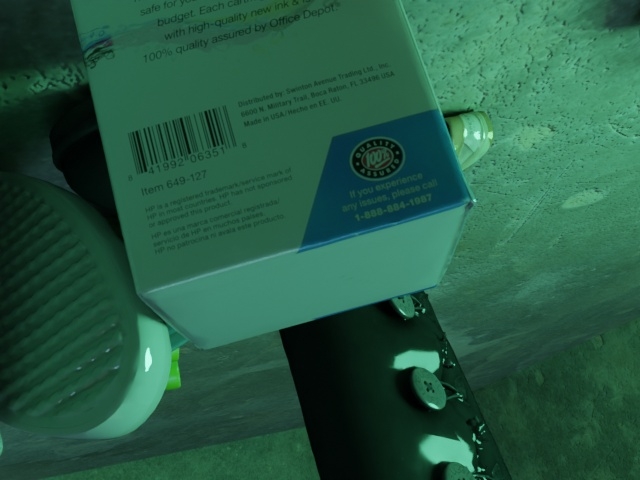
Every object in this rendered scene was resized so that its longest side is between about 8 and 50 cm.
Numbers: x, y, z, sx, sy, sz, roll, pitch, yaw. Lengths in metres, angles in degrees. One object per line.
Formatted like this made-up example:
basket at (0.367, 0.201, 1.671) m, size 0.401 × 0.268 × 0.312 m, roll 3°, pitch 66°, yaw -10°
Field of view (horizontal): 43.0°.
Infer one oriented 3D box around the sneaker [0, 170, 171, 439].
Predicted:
sneaker at (-0.187, 0.027, 0.581) m, size 0.150 × 0.366 × 0.135 m, roll 26°, pitch 93°, yaw -47°

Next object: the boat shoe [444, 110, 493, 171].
boat shoe at (0.115, -0.079, 0.872) m, size 0.059 × 0.063 × 0.170 m, roll -1°, pitch 147°, yaw -29°

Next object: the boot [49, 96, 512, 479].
boot at (-0.011, 0.100, 0.677) m, size 0.367 × 0.445 × 0.146 m, roll 2°, pitch 154°, yaw -41°

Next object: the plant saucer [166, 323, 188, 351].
plant saucer at (-0.160, 0.066, 0.904) m, size 0.317 × 0.044 × 0.317 m, roll -36°, pitch 167°, yaw -9°

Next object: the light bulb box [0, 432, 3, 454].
light bulb box at (-0.399, 0.033, 0.328) m, size 0.357 × 0.225 × 0.361 m, roll -21°, pitch 161°, yaw 6°

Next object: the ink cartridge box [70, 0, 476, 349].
ink cartridge box at (-0.034, -0.078, 0.492) m, size 0.171 × 0.233 × 0.168 m, roll -15°, pitch 163°, yaw -2°

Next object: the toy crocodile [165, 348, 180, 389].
toy crocodile at (-0.268, 0.153, 1.177) m, size 0.115 × 0.105 × 0.340 m, roll -10°, pitch 155°, yaw -14°

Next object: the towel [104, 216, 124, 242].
towel at (-0.221, 0.004, 0.886) m, size 0.148 × 0.027 × 0.110 m, roll -3°, pitch 156°, yaw -30°
